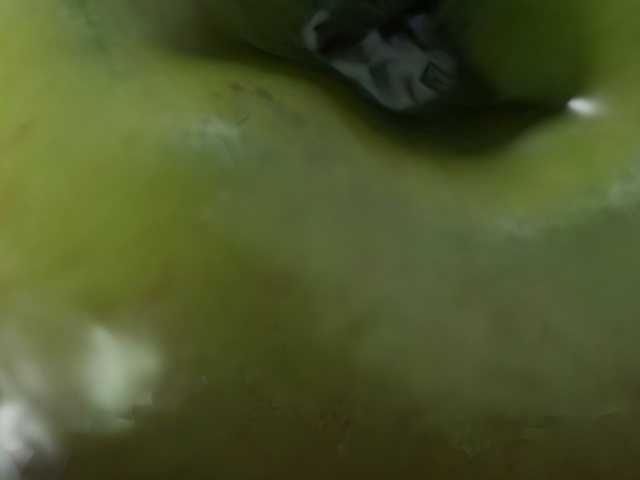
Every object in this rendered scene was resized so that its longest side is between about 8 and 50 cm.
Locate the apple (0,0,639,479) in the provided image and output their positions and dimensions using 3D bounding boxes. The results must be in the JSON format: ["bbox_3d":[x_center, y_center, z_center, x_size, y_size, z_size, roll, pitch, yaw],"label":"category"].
[{"bbox_3d":[0.000,0.000,0.503,0.305,0.338,0.338,95,161,-50],"label":"apple"}]
